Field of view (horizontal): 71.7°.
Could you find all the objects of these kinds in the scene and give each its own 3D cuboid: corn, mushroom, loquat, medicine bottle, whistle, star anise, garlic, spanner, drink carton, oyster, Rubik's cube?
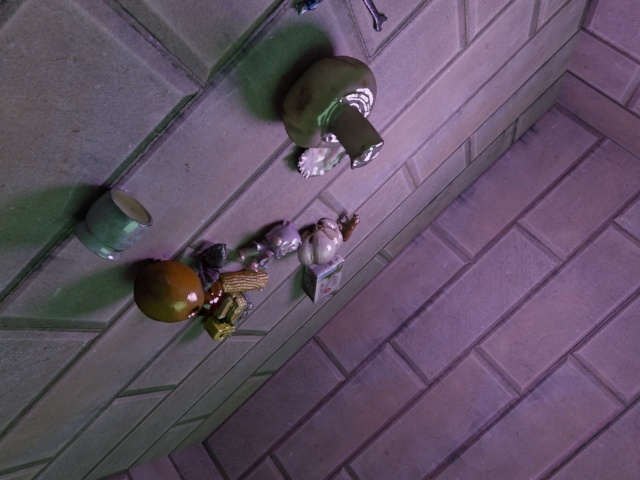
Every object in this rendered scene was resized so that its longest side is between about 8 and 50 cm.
[{"bbox_3d":[-0.348,0.180,1.945,0.293,0.106,0.106,-2,135,-52],"label":"corn"},{"bbox_3d":[0.063,-0.363,1.328,0.314,0.336,0.314,-28,158,-13],"label":"mushroom"},{"bbox_3d":[-0.504,0.172,1.472,0.238,0.238,0.193,-11,142,-53],"label":"loquat"},{"bbox_3d":[-0.537,-0.041,1.155,0.143,0.147,0.147,-42,158,7],"label":"medicine bottle"},{"bbox_3d":[-0.028,-0.602,1.136,0.083,0.029,0.033,-32,124,-12],"label":"whistle"},{"bbox_3d":[-0.409,0.101,1.636,0.231,0.089,0.209,-156,-93,-80],"label":"star anise"},{"bbox_3d":[0.006,0.010,2.117,0.281,0.185,0.203,-29,135,-28],"label":"garlic"},{"bbox_3d":[0.143,-0.687,1.288,0.054,0.015,0.254,-50,157,12],"label":"spanner"},{"bbox_3d":[0.010,0.202,2.535,0.194,0.132,0.324,-32,154,-23],"label":"drink carton"},{"bbox_3d":[0.020,-0.334,1.642,0.259,0.092,0.198,-36,159,8],"label":"oyster"},{"bbox_3d":[-0.260,0.093,1.957,0.073,0.075,0.084,-43,159,-5],"label":"Rubik's cube"}]

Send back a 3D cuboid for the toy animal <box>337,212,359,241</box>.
[{"bbox_3d":[0.126,-0.060,2.294,0.057,0.099,0.241,-20,148,-42],"label":"toy animal"}]

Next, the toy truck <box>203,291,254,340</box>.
[{"bbox_3d":[-0.438,0.343,2.052,0.272,0.124,0.157,-53,156,24],"label":"toy truck"}]

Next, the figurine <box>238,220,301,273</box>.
[{"bbox_3d":[-0.207,0.024,1.856,0.276,0.133,0.200,-31,164,-16],"label":"figurine"}]

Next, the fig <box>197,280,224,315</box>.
[{"bbox_3d":[-0.475,0.239,1.758,0.202,0.148,0.149,-59,180,13],"label":"fig"}]
